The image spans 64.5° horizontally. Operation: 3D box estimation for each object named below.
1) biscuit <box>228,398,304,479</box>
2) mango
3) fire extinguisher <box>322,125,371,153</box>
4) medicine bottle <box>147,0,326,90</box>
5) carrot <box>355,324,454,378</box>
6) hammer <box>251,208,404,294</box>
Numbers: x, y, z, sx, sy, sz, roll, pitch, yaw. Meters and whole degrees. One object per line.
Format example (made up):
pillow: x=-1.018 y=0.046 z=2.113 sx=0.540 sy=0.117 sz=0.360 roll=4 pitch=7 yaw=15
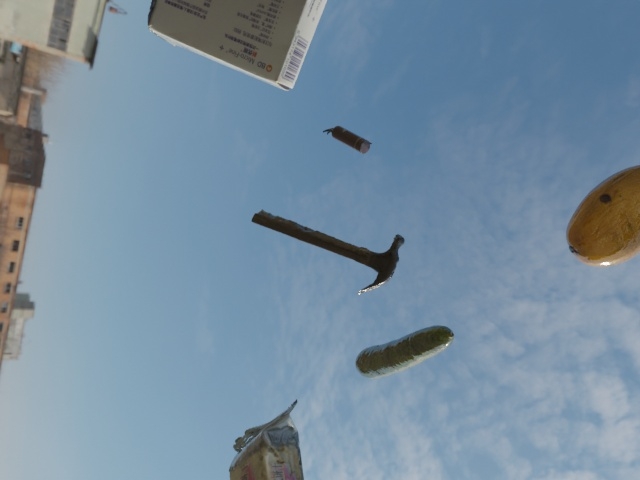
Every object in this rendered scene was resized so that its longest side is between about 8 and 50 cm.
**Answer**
biscuit: x=-0.076 y=0.411 z=0.725 sx=0.186 sy=0.079 sz=0.309 roll=-47 pitch=-141 yaw=39
mango: x=0.692 y=-0.063 z=1.154 sx=0.295 sy=0.177 sz=0.120 roll=-44 pitch=-176 yaw=4
fire extinguisher: x=0.081 y=-0.307 z=1.512 sx=0.158 sy=0.064 sz=0.043 roll=38 pitch=-35 yaw=37
medicine bottle: x=-0.096 y=-0.293 z=0.600 sx=0.201 sy=0.052 sz=0.171 roll=26 pitch=-75 yaw=16
carrot: x=0.168 y=0.230 z=1.036 sx=0.358 sy=0.074 sz=0.074 roll=135 pitch=-46 yaw=-60
hammer: x=0.000 y=0.000 z=0.922 sx=0.297 sy=0.027 sz=0.125 roll=22 pitch=-97 yaw=22
